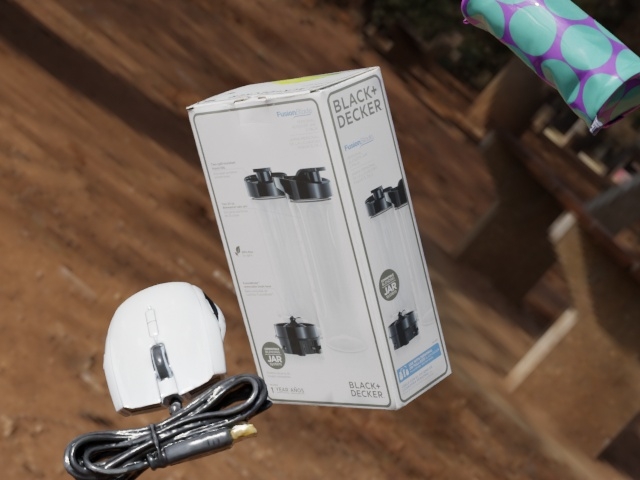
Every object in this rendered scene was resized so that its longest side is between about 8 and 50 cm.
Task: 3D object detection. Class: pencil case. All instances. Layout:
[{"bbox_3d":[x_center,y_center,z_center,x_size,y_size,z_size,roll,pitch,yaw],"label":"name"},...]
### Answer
[{"bbox_3d":[0.178,-0.148,1.108,0.064,0.070,0.151,-30,67,-35],"label":"pencil case"}]

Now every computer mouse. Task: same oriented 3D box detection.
[{"bbox_3d":[-0.088,0.065,0.794,0.193,0.106,0.042,-114,-177,-67],"label":"computer mouse"}]

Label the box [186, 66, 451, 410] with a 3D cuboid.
[{"bbox_3d":[0.000,0.000,1.300,0.087,0.169,0.289,-28,107,-45],"label":"box"}]
